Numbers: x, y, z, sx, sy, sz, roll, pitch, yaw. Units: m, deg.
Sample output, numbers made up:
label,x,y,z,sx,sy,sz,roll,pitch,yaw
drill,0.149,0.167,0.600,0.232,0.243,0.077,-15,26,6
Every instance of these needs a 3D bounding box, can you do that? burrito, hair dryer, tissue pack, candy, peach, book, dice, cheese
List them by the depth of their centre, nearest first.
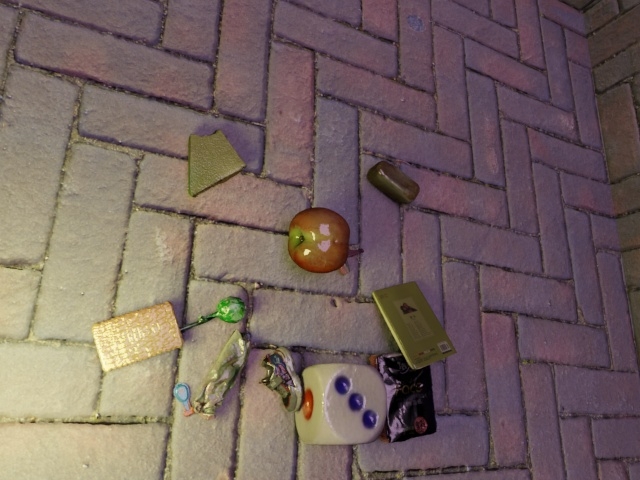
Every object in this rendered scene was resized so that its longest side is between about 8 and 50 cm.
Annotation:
label,x,y,z,sx,sy,sz,roll,pitch,yaw
cheese,-0.441,0.514,1.491,0.047,0.017,0.111,-20,85,-26
burrito,-0.321,0.444,1.543,0.096,0.066,0.309,33,61,-12
candy,-0.407,0.272,1.551,0.324,0.097,0.097,-19,85,-22
dice,0.067,0.569,1.604,0.251,0.243,0.259,9,69,-24
peach,0.000,0.000,1.735,0.253,0.252,0.252,7,73,-25
tissue pack,0.319,0.596,1.786,0.245,0.123,0.332,2,75,-28
book,0.382,0.335,1.871,0.239,0.035,0.352,-10,58,-30
hair dryer,0.123,0.066,1.883,0.154,0.054,0.106,-27,93,-34
candy,0.325,-0.256,2.037,0.234,0.104,0.102,38,64,-13

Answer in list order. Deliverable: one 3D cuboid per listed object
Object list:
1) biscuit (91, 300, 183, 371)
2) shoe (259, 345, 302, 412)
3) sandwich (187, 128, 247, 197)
label,x,y,z,sx,sy,sz,roll,pitch,yaw
biscuit,-0.576,0.301,1.458,0.250,0.030,0.160,-17,83,-20
shoe,-0.144,0.489,1.595,0.126,0.099,0.227,-6,73,-36
sandwich,-0.432,-0.297,1.703,0.245,0.063,0.212,-36,89,-30
